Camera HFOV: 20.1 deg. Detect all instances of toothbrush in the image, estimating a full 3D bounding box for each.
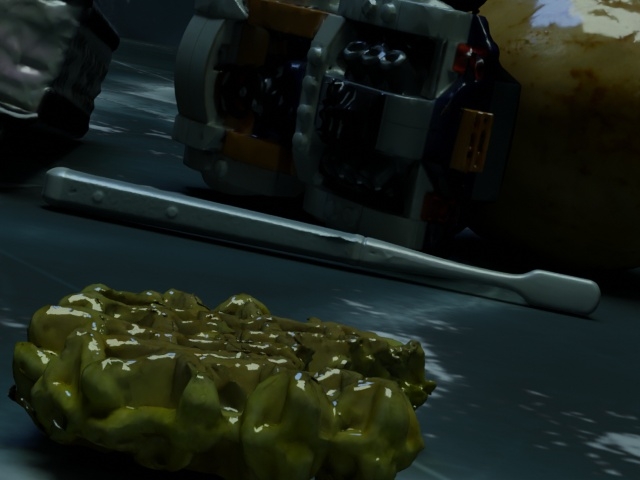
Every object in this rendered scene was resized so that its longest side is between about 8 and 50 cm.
[{"bbox_3d":[0.000,0.000,1.092,0.342,0.025,0.030,11,2,0],"label":"toothbrush"}]

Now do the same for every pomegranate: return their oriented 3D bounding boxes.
[{"bbox_3d":[0.183,-0.086,1.258,0.248,0.248,0.248,11,9,-2],"label":"pomegranate"}]

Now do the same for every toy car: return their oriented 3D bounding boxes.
[{"bbox_3d":[0.012,-0.098,1.199,0.118,0.193,0.301,4,12,-35],"label":"toy car"}]

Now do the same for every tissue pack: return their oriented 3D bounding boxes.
[{"bbox_3d":[-0.280,-0.161,1.270,0.259,0.122,0.361,24,1,-3],"label":"tissue pack"}]

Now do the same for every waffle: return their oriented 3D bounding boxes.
[{"bbox_3d":[-0.023,0.053,0.636,0.149,0.051,0.194,14,4,16],"label":"waffle"}]
